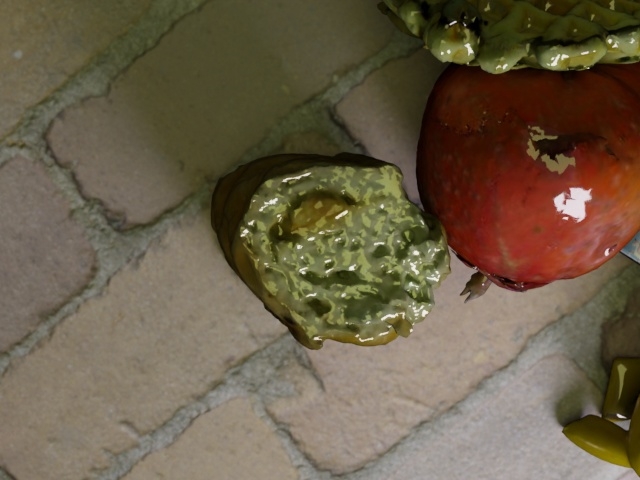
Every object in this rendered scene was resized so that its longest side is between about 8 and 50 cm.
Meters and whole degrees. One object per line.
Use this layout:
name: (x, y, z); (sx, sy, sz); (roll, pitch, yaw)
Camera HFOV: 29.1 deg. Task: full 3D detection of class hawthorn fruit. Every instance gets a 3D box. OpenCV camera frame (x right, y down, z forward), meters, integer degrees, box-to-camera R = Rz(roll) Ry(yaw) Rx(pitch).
hawthorn fruit: (0.215, -0.060, 1.280); (0.276, 0.276, 0.307); (16, 122, -1)

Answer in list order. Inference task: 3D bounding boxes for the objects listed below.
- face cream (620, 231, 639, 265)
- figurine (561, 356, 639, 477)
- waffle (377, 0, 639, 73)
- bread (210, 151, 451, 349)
face cream: (0.406, -0.075, 1.357); (0.075, 0.075, 0.229); (32, 95, -3)
figurine: (0.421, 0.164, 1.341); (0.218, 0.169, 0.326); (31, 94, 13)
waffle: (0.200, -0.243, 1.237); (0.297, 0.317, 0.073); (-5, 122, -13)
bread: (0.004, 0.005, 1.287); (0.239, 0.252, 0.196); (-2, 93, -4)
